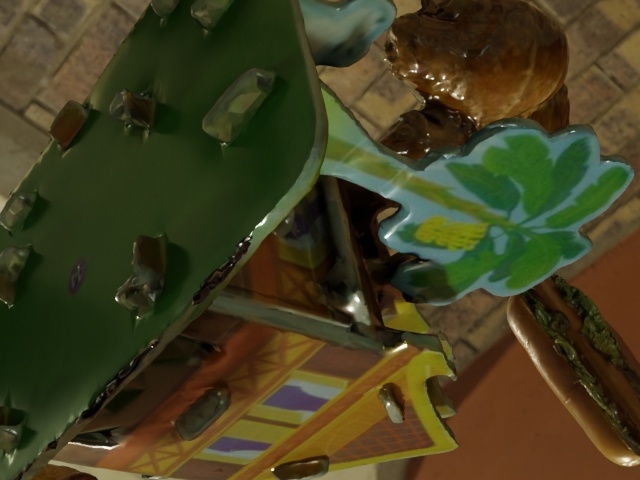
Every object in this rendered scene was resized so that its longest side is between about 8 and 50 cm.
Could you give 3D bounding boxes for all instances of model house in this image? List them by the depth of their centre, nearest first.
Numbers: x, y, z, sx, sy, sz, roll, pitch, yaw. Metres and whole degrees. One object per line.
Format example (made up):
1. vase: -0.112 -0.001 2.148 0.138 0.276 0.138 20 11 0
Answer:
1. model house: 0.000 0.000 0.556 0.357 0.313 0.242 -46 -136 33

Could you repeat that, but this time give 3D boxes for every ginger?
1. ginger: 0.172 -0.156 1.040 0.274 0.357 0.152 -41 -122 -7

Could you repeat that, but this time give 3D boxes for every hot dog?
1. hot dog: 0.398 0.176 1.331 0.135 0.100 0.337 -28 -118 -7

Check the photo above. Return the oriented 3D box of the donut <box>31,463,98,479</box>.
1. donut: -0.313 0.316 0.960 0.162 0.065 0.178 -59 164 -20
